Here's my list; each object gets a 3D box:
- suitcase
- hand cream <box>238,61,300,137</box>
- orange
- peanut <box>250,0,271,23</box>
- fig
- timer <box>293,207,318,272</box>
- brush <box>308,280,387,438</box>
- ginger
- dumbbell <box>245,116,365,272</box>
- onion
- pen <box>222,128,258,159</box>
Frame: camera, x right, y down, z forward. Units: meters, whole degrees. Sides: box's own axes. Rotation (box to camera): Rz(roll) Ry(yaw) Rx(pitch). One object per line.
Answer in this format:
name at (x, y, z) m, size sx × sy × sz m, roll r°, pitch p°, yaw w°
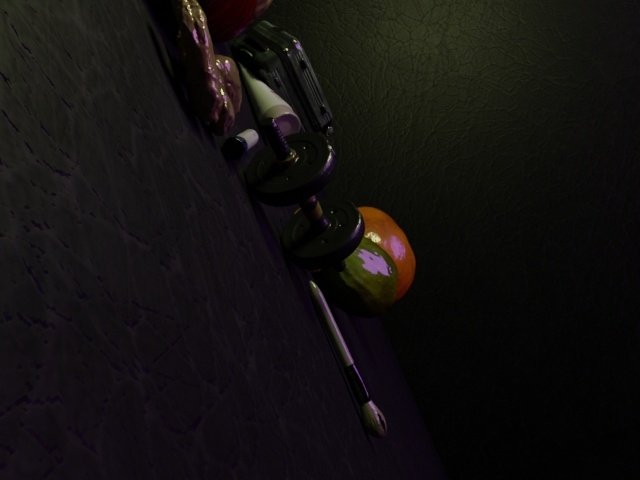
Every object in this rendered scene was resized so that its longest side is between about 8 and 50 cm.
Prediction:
suitcase at (-0.091, -0.392, 1.827) m, size 0.202 × 0.128 × 0.312 m, roll 43°, pitch -13°, yaw 44°
hand cream at (-0.127, -0.319, 1.705) m, size 0.248 × 0.083 × 0.133 m, roll 57°, pitch -5°, yaw 43°
orange at (0.131, 0.044, 1.936) m, size 0.284 × 0.226 × 0.284 m, roll 59°, pitch 6°, yaw -10°
peanut at (-0.189, -0.543, 1.449) m, size 0.192 × 0.169 × 0.387 m, roll 61°, pitch 2°, yaw 6°
fig at (0.055, 0.066, 1.525) m, size 0.233 × 0.167 × 0.167 m, roll 26°, pitch 18°, yaw -16°
timer at (0.000, 0.000, 1.332) m, size 0.109 × 0.107 × 0.107 m, roll 60°, pitch 8°, yaw -35°
brush at (0.045, 0.206, 1.259) m, size 0.042 × 0.039 × 0.299 m, roll 24°, pitch 42°, yaw -82°
ginger at (-0.145, -0.204, 0.958) m, size 0.259 × 0.065 × 0.150 m, roll 74°, pitch 7°, yaw -77°
dumbbell at (-0.020, -0.062, 1.143) m, size 0.143 × 0.143 × 0.326 m, roll -108°, pitch 174°, yaw -49°
onion at (-0.171, -0.394, 1.008) m, size 0.248 × 0.161 × 0.248 m, roll 166°, pitch -90°, yaw -79°
pen at (-0.122, -0.154, 1.126) m, size 0.269 × 0.033 × 0.033 m, roll -94°, pitch 160°, yaw -78°
